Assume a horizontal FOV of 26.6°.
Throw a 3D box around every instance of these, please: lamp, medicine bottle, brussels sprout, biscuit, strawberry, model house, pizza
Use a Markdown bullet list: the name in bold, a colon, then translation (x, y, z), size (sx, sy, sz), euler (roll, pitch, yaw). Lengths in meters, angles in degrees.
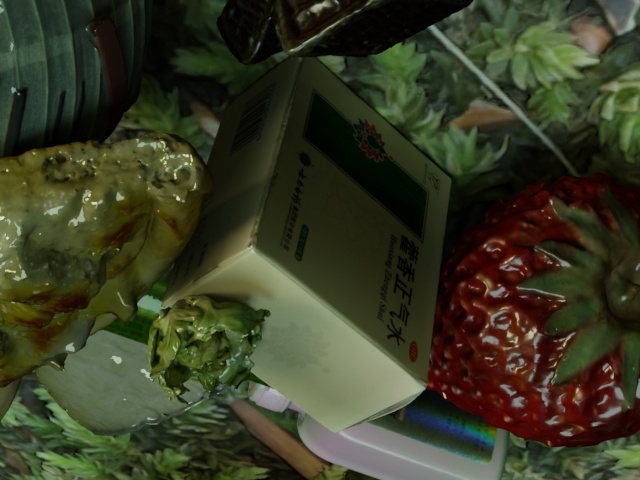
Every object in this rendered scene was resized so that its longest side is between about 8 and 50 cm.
- **lamp**: translation (-0.219, -0.142, 0.831), size (0.233, 0.233, 0.265), euler (23, 147, -12)
- **medicine bottle**: translation (0.050, 0.142, 1.148), size (0.219, 0.115, 0.078), euler (20, 136, -9)
- **brussels sprout**: translation (-0.071, 0.063, 0.841), size (0.085, 0.058, 0.085), euler (-17, 136, -17)
- **biscuit**: translation (-0.165, 0.099, 1.203), size (0.188, 0.040, 0.265), euler (21, 135, -6)
- **strawberry**: translation (0.157, 0.058, 1.015), size (0.205, 0.205, 0.244), euler (31, 156, -19)
- **model house**: translation (0.011, -0.152, 0.842), size (0.165, 0.152, 0.106), euler (-28, 117, 31)
- **pizza**: translation (-0.201, 0.028, 0.850), size (0.223, 0.089, 0.323), euler (0, 155, -33)

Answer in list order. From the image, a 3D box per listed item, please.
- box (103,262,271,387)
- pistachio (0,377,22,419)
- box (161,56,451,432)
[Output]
- **box**: translation (-0.101, 0.023, 1.048), size (0.346, 0.134, 0.097), euler (21, 137, -9)
- **pistachio**: translation (-0.354, 0.095, 1.103), size (0.230, 0.229, 0.309), euler (20, 150, -9)
- **box**: translation (0.000, 0.000, 0.948), size (0.095, 0.212, 0.168), euler (-31, 122, 34)
